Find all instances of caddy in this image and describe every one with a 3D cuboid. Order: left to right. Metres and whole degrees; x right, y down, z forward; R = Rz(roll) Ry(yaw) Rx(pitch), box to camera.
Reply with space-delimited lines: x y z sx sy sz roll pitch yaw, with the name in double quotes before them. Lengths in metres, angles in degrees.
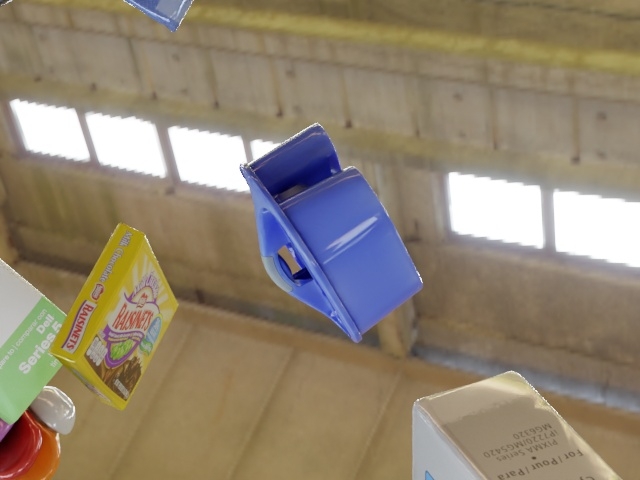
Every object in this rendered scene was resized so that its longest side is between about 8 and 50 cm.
"caddy" 0.000 0.000 1.835 0.179 0.341 0.241 -35 -132 -4

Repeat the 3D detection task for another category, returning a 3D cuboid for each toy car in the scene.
"toy car" -0.409 0.245 1.623 0.159 0.182 0.136 -48 -160 1

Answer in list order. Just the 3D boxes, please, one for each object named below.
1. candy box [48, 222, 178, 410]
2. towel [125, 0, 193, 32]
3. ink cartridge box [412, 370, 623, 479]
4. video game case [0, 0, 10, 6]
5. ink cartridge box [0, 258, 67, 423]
"candy box" -0.153 0.064 0.982 0.027 0.206 0.105 23 -105 7
"towel" -0.130 -0.331 0.961 0.209 0.285 0.034 28 -174 -12
"ink cartridge box" 0.130 0.253 0.607 0.066 0.296 0.261 -15 -149 -20
"video game case" -0.492 -0.367 1.536 0.274 0.248 0.035 -25 -172 19
"ink cartridge box" -0.377 0.027 1.184 0.115 0.273 0.198 -51 -150 -12
